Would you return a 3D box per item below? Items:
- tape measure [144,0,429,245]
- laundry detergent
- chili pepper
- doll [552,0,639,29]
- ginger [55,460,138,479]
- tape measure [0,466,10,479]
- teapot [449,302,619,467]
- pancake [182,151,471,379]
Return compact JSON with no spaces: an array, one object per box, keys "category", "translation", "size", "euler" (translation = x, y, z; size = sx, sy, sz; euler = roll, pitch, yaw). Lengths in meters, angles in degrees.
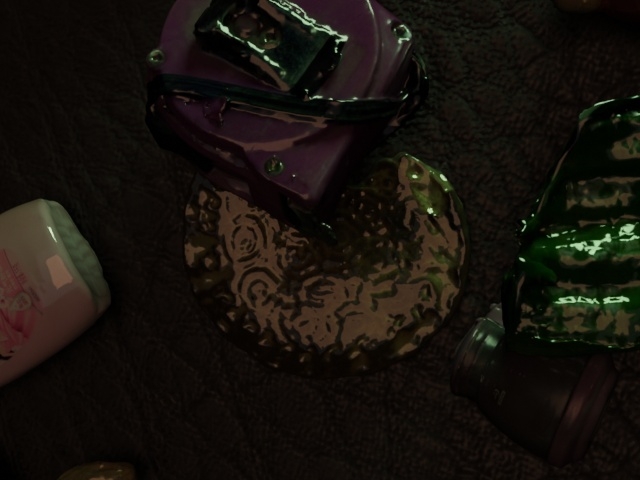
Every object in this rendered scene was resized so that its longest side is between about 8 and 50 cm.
[{"category":"tape measure","translation":[-0.032,-0.148,0.931],"size":[0.245,0.149,0.232],"euler":[26,77,12]},{"category":"laundry detergent","translation":[-0.387,0.095,1.042],"size":[0.335,0.088,0.159],"euler":[-30,79,9]},{"category":"chili pepper","translation":[0.325,-0.022,0.870],"size":[0.384,0.167,0.213],"euler":[-17,71,3]},{"category":"doll","translation":[0.305,-0.322,0.891],"size":[0.196,0.152,0.256],"euler":[9,90,11]},{"category":"ginger","translation":[-0.225,0.356,1.023],"size":[0.149,0.065,0.259],"euler":[-15,92,22]},{"category":"tape measure","translation":[-0.399,0.301,1.030],"size":[0.199,0.112,0.186],"euler":[42,103,3]},{"category":"teapot","translation":[0.197,0.118,0.923],"size":[0.146,0.116,0.148],"euler":[24,97,21]},{"category":"pancake","translation":[0.000,0.000,1.003],"size":[0.288,0.033,0.286],"euler":[-24,83,9]}]
